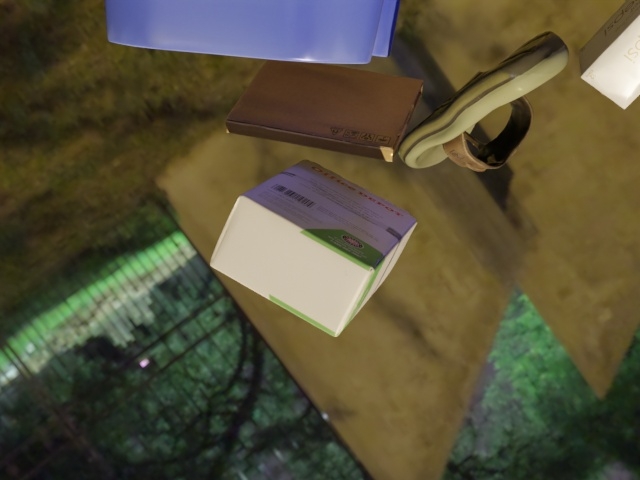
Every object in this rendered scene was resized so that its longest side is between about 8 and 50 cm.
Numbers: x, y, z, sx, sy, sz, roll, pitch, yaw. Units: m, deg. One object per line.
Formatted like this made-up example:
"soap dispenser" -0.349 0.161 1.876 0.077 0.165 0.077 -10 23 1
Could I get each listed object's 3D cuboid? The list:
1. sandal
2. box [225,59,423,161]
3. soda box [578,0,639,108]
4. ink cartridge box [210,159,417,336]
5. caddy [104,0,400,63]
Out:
"sandal" 0.158 -0.110 1.004 0.120 0.086 0.303 -41 -177 -12
"box" 0.009 -0.162 1.243 0.201 0.021 0.164 11 -140 13
"soda box" 0.383 -0.252 1.149 0.216 0.069 0.074 -50 -167 34
"ink cartridge box" 0.000 0.000 1.151 0.092 0.160 0.219 -64 171 20
"caddy" -0.064 -0.284 1.062 0.341 0.179 0.241 7 -164 12
